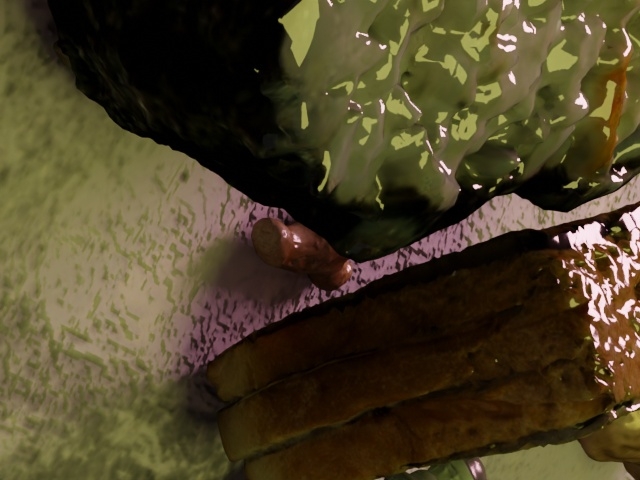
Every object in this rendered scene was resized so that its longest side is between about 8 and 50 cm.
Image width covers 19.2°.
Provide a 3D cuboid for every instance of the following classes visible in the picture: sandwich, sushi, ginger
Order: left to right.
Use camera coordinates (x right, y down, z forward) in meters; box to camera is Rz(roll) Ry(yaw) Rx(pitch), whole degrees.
[{"bbox_3d":[0.001,0.000,0.972,0.048,0.030,0.097,-62,149,1],"label":"ginger"},{"bbox_3d":[0.036,-0.115,0.812,0.350,0.171,0.211,-10,119,-52],"label":"sushi"},{"bbox_3d":[0.096,0.052,0.970,0.273,0.249,0.095,-12,83,-52],"label":"sandwich"}]

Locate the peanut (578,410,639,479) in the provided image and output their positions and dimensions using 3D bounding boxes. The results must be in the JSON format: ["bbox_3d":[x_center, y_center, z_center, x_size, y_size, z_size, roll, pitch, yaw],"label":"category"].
[{"bbox_3d":[0.261,0.117,1.343,0.137,0.122,0.253,-55,146,6],"label":"peanut"}]

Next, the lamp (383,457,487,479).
[{"bbox_3d":[0.025,0.156,1.045,0.163,0.091,0.091,-23,131,-30],"label":"lamp"}]
